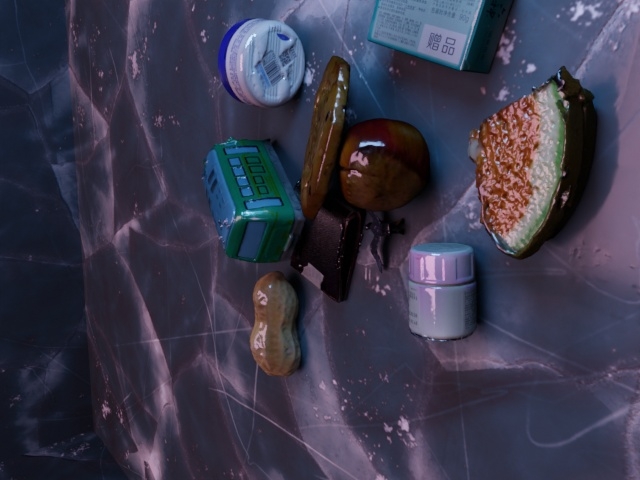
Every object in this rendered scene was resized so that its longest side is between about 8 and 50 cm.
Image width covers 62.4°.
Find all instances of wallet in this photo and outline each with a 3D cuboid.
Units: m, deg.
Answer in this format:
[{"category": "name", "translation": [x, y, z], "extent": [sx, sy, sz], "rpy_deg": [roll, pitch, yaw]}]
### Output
[{"category": "wallet", "translation": [0.000, 0.000, 1.333], "extent": [0.220, 0.071, 0.263], "rpy_deg": [33, 128, 40]}]

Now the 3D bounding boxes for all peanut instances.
[{"category": "peanut", "translation": [-0.125, 0.236, 1.467], "extent": [0.149, 0.149, 0.314], "rpy_deg": [18, 111, 46]}]

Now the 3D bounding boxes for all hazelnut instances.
[{"category": "hazelnut", "translation": [0.119, -0.166, 1.072], "extent": [0.208, 0.208, 0.208], "rpy_deg": [13, 108, 47]}]

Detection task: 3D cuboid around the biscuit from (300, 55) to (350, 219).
[{"category": "biscuit", "translation": [0.004, -0.224, 1.150], "extent": [0.359, 0.046, 0.360], "rpy_deg": [-169, 90, -81]}]

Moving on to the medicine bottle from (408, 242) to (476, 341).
[{"category": "medicine bottle", "translation": [0.236, 0.096, 1.026], "extent": [0.135, 0.135, 0.169], "rpy_deg": [8, 105, 48]}]

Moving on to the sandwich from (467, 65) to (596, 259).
[{"category": "sandwich", "translation": [0.344, -0.116, 0.882], "extent": [0.212, 0.109, 0.293], "rpy_deg": [3, 98, 55]}]

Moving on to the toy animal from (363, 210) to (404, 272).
[{"category": "toy animal", "translation": [0.132, -0.029, 1.173], "extent": [0.107, 0.062, 0.220], "rpy_deg": [7, 110, 48]}]

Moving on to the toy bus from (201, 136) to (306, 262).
[{"category": "toy bus", "translation": [-0.187, -0.110, 1.366], "extent": [0.344, 0.199, 0.184], "rpy_deg": [64, 145, 39]}]

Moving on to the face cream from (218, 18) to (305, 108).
[{"category": "face cream", "translation": [-0.137, -0.429, 1.287], "extent": [0.111, 0.205, 0.206], "rpy_deg": [22, 114, 41]}]

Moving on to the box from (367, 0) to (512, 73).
[{"category": "box", "translation": [0.214, -0.415, 0.973], "extent": [0.244, 0.092, 0.153], "rpy_deg": [38, 126, 39]}]
